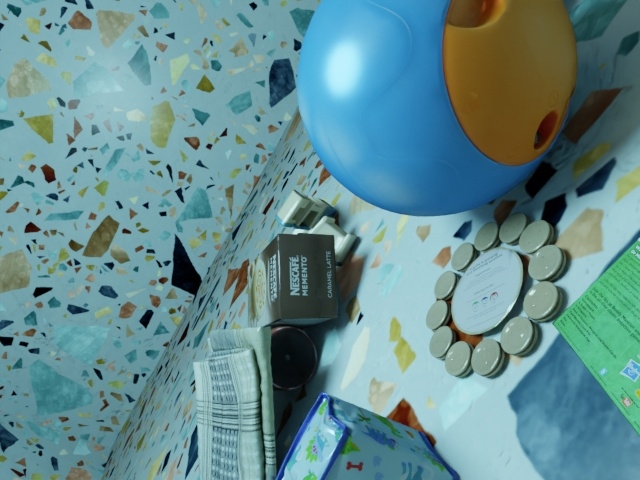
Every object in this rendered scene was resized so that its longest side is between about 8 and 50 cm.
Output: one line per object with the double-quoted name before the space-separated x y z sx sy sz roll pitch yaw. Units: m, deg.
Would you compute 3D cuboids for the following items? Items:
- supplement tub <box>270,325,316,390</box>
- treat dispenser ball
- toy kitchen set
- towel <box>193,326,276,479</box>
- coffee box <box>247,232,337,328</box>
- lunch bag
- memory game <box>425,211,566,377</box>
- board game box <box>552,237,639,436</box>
"supplement tub" -0.091 0.212 0.860 0.198 0.106 0.106 -30 36 60
"treat dispenser ball" 0.119 -0.169 0.530 0.288 0.288 0.288 -53 20 28
"toy kitchen set" 0.000 0.000 0.993 0.122 0.166 0.207 -55 -18 10
"towel" -0.149 0.302 0.785 0.312 0.056 0.324 152 118 -61
"coffee box" -0.060 0.085 0.869 0.246 0.098 0.141 140 129 -64
"lunch bag" 0.027 0.239 0.443 0.151 0.129 0.096 -60 17 3
"memory game" 0.173 0.054 0.503 0.186 0.012 0.186 -54 19 28
"board game box" 0.237 0.082 0.254 0.136 0.030 0.260 -57 18 23
